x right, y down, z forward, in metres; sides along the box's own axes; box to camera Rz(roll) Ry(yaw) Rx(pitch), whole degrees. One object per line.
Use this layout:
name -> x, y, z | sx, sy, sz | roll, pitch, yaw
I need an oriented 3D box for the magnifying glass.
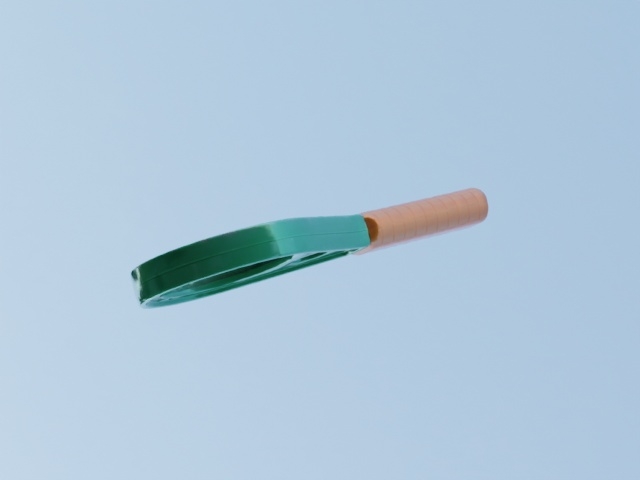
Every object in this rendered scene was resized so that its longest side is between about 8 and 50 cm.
magnifying glass -> 0.000, 0.000, 1.034 | 0.092, 0.231, 0.026 | -26, -102, 50
